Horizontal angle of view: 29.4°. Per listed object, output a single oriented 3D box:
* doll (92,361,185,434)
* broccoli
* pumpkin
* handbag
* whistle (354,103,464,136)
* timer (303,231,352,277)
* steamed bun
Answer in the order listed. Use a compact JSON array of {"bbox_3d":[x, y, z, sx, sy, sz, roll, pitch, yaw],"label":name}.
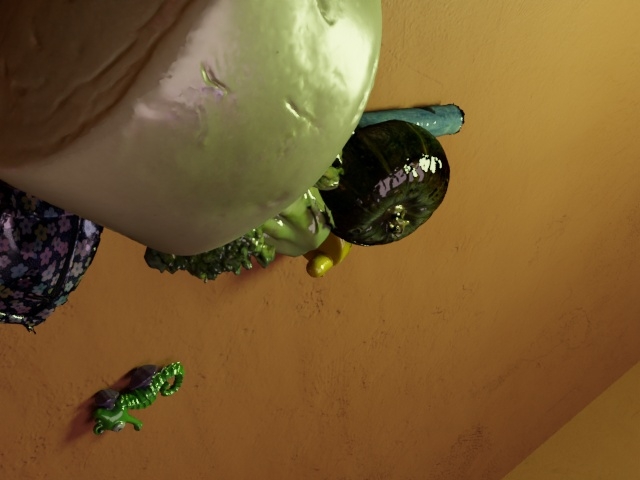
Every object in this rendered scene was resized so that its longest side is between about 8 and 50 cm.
[{"bbox_3d":[-0.307,0.268,2.068,0.190,0.050,0.115,-36,142,-23],"label":"doll"},{"bbox_3d":[-0.111,-0.101,1.640,0.334,0.324,0.272,-40,158,7],"label":"broccoli"},{"bbox_3d":[0.104,-0.087,1.976,0.238,0.159,0.238,-28,159,-12],"label":"pumpkin"},{"bbox_3d":[-0.399,0.013,1.610,0.208,0.127,0.228,-1,125,-57],"label":"handbag"},{"bbox_3d":[0.128,-0.196,2.077,0.304,0.062,0.062,-11,133,-43],"label":"whistle"},{"bbox_3d":[0.000,0.000,2.084,0.109,0.107,0.107,-42,153,-46],"label":"timer"},{"bbox_3d":[-0.133,-0.205,1.329,0.455,0.290,0.371,-55,149,2],"label":"steamed bun"}]
